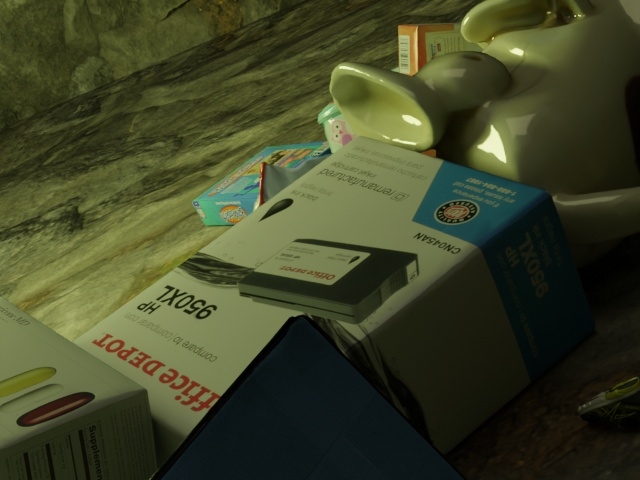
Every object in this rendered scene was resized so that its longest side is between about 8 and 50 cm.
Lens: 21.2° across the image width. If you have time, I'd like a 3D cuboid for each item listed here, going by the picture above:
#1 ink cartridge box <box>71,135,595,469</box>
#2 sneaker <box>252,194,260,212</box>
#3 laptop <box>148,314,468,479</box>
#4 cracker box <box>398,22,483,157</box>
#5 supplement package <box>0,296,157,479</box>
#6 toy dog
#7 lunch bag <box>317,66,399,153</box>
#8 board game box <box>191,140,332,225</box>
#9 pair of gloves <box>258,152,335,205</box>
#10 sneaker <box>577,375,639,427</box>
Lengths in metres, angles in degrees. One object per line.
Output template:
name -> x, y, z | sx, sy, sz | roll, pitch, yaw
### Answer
ink cartridge box -> 0.003, 0.094, 1.557 | 0.395, 0.166, 0.285 | -37, 33, -24
sneaker -> -0.054, 0.009, 1.938 | 0.305, 0.152, 0.114 | -28, 16, 16
laptop -> 0.105, 0.236, 0.798 | 0.408, 0.236, 0.382 | 0, 31, 31
cracker box -> 0.207, -0.173, 1.964 | 0.232, 0.155, 0.067 | -3, 9, -17
supplement package -> -0.266, 0.197, 1.491 | 0.145, 0.204, 0.262 | -20, 28, -33
toy dog -> 0.275, -0.151, 1.741 | 0.408, 0.284, 0.395 | -35, 18, -26
lunch bag -> 0.138, -0.166, 2.160 | 0.224, 0.108, 0.279 | -26, -4, 23
board game box -> -0.070, -0.083, 2.484 | 0.160, 0.047, 0.210 | -38, 19, -26
pair of gloves -> 0.000, 0.000, 1.842 | 0.159, 0.198, 0.023 | 4, -6, 14
sneaker -> 0.237, 0.138, 1.381 | 0.031, 0.035, 0.083 | -28, -7, -26
